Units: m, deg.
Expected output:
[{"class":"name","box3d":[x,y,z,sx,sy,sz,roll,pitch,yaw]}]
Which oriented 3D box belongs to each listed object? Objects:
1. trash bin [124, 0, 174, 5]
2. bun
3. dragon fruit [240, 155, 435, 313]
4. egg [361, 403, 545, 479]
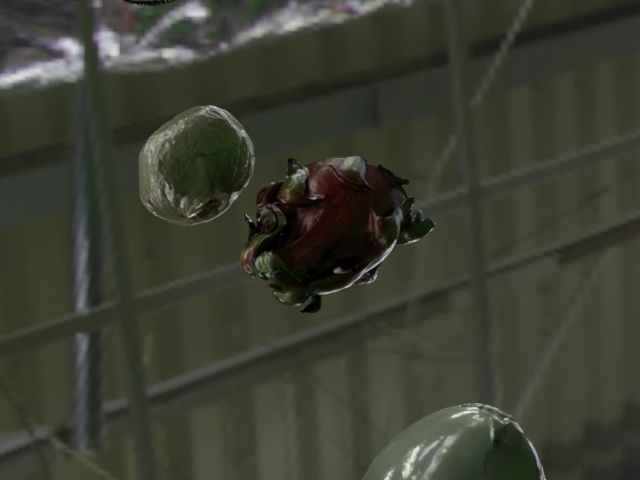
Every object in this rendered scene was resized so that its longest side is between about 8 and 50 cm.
[{"class":"trash bin","box3d":[-0.212,-0.349,1.681,0.262,0.277,0.217,12,-138,-60]},{"class":"bun","box3d":[-0.103,-0.059,1.583,0.115,0.069,0.115,-32,-26,-18]},{"class":"dragon fruit","box3d":[0.000,0.000,1.585,0.175,0.142,0.138,-51,-46,-41]},{"class":"egg","box3d":[0.075,0.166,1.094,0.114,0.114,0.152,-2,-56,-46]}]
